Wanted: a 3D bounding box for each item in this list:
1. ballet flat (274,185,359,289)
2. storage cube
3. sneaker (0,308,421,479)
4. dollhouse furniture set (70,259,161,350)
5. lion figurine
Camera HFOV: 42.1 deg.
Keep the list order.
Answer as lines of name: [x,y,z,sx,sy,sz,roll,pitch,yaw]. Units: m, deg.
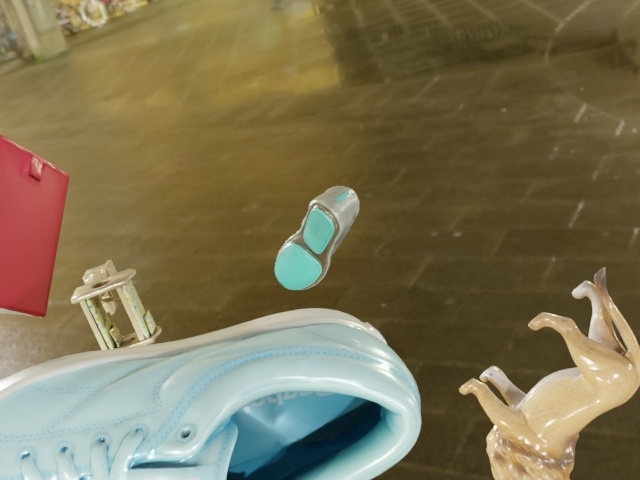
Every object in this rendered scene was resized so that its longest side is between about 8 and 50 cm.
ballet flat: [0.000,0.000,1.109,0.068,0.072,0.213,-41,-9,-33]
storage cube: [-0.438,-0.017,1.006,0.183,0.193,0.215,5,-11,10]
sneaker: [-0.108,0.135,0.512,0.366,0.135,0.150,-21,11,-12]
dollhouse furniture set: [-0.308,0.132,1.350,0.101,0.182,0.161,-20,17,-1]
lion figurine: [0.386,0.252,1.314,0.240,0.392,0.142,49,30,20]
